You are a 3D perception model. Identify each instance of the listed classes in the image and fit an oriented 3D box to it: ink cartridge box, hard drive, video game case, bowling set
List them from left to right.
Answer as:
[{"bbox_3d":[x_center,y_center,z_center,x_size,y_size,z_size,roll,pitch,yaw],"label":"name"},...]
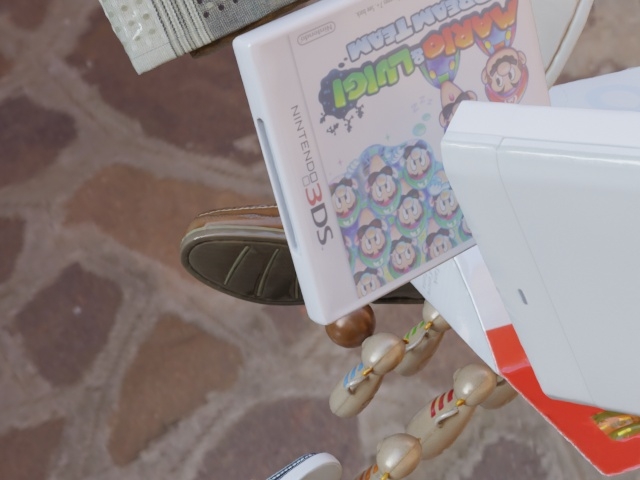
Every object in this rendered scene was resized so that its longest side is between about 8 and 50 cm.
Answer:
[{"bbox_3d":[0.084,0.119,1.473,0.200,0.154,0.287,45,50,10],"label":"bowling set"},{"bbox_3d":[0.044,-0.055,0.706,0.157,0.143,0.019,-27,26,-26],"label":"video game case"},{"bbox_3d":[0.238,0.001,1.156,0.308,0.091,0.385,-13,34,-22],"label":"ink cartridge box"},{"bbox_3d":[0.222,0.027,0.650,0.307,0.203,0.040,8,55,33],"label":"hard drive"}]

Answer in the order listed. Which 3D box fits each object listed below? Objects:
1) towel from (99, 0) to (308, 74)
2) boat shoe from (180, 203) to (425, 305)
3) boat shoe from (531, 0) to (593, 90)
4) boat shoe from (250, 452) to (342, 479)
[{"bbox_3d":[-0.117,-0.365,1.511,0.312,0.324,0.056,-23,6,10],"label":"towel"},{"bbox_3d":[0.000,0.000,1.564,0.307,0.111,0.104,7,52,-19],"label":"boat shoe"},{"bbox_3d":[0.146,-0.186,0.857,0.255,0.095,0.079,-64,12,5],"label":"boat shoe"},{"bbox_3d":[-0.068,0.244,1.379,0.183,0.065,0.083,-43,48,3],"label":"boat shoe"}]
